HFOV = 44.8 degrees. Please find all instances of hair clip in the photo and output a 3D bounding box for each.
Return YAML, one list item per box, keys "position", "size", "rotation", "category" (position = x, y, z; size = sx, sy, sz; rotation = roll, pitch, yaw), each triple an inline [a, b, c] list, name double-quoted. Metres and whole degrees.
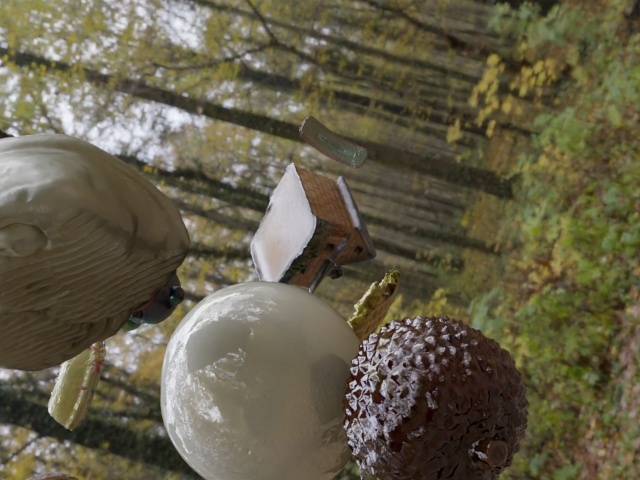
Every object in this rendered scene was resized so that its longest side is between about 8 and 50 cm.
- position: [0.024, -0.180, 1.439]
  size: [0.054, 0.137, 0.022]
  rotation: [-65, 8, -31]
  category: "hair clip"

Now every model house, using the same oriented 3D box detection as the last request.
- position: [0.000, 0.000, 1.303]
  size: [0.183, 0.172, 0.166]
  rotation: [-54, 40, 31]
  category: "model house"

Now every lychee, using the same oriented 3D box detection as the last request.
- position: [0.133, 0.206, 0.960]
  size: [0.271, 0.236, 0.236]
  rotation: [-149, 73, -67]
  category: "lychee"

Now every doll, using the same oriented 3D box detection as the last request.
- position: [-0.373, 0.054, 1.494]
  size: [0.322, 0.186, 0.198]
  rotation: [50, -135, -57]
  category: "doll"

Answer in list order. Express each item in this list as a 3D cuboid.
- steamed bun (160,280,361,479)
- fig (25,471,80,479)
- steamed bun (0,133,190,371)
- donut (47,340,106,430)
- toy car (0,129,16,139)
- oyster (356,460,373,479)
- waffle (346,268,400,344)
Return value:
- position: [-0.083, 0.220, 1.144]
  size: [0.206, 0.324, 0.324]
  rotation: [26, -100, -80]
  category: "steamed bun"
- position: [-0.455, 0.453, 1.244]
  size: [0.202, 0.148, 0.149]
  rotation: [14, -111, -60]
  category: "fig"
- position: [-0.346, -0.005, 0.914]
  size: [0.309, 0.219, 0.324]
  rotation: [-39, -28, 18]
  category: "steamed bun"
- position: [-0.391, 0.208, 1.247]
  size: [0.108, 0.065, 0.166]
  rotation: [-56, 26, 33]
  category: "donut"
- position: [-0.817, -0.235, 1.766]
  size: [0.204, 0.248, 0.198]
  rotation: [-49, -25, -31]
  category: "toy car"
- position: [0.146, 0.321, 1.217]
  size: [0.204, 0.111, 0.396]
  rotation: [9, 79, 64]
  category: "oyster"
- position: [0.118, 0.186, 1.904]
  size: [0.291, 0.051, 0.291]
  rotation: [-51, -17, -23]
  category: "waffle"
